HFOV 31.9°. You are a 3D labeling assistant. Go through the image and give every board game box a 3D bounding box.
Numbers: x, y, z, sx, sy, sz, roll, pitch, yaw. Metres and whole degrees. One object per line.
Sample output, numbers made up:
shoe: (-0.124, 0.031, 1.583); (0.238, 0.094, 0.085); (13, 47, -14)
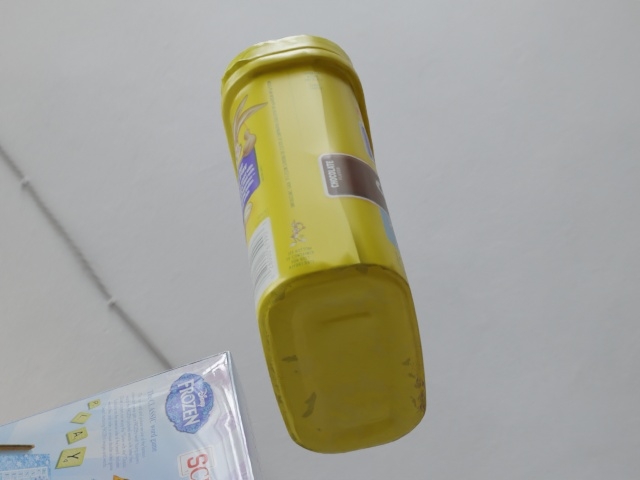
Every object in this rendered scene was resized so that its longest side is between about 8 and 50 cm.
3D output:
board game box: (-0.189, 0.237, 0.821); (0.317, 0.319, 0.066); (-18, -60, -2)

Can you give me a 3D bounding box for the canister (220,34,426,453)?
canister: (0.000, 0.000, 0.536); (0.073, 0.126, 0.170); (-11, -138, 0)
